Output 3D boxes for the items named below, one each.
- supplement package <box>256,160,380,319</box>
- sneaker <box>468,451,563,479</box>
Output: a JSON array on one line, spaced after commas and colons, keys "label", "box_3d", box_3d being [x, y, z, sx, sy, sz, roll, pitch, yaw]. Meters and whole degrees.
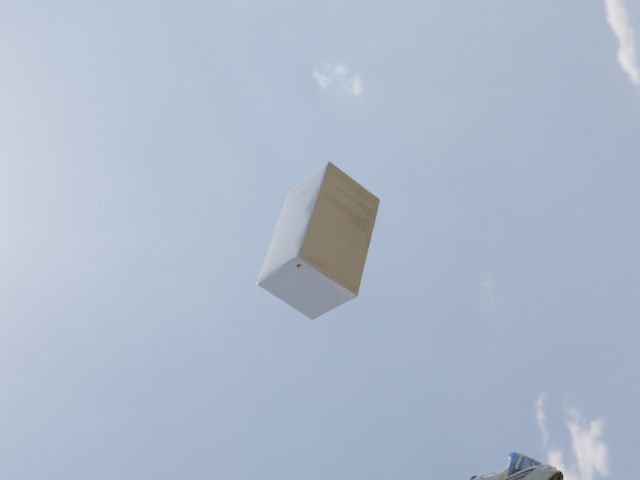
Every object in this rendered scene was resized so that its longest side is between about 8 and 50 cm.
[{"label": "supplement package", "box_3d": [0.000, 0.000, 1.054, 0.105, 0.105, 0.179, 36, -132, -22]}, {"label": "sneaker", "box_3d": [0.139, 0.229, 0.622, 0.135, 0.058, 0.052, -35, -53, -21]}]
